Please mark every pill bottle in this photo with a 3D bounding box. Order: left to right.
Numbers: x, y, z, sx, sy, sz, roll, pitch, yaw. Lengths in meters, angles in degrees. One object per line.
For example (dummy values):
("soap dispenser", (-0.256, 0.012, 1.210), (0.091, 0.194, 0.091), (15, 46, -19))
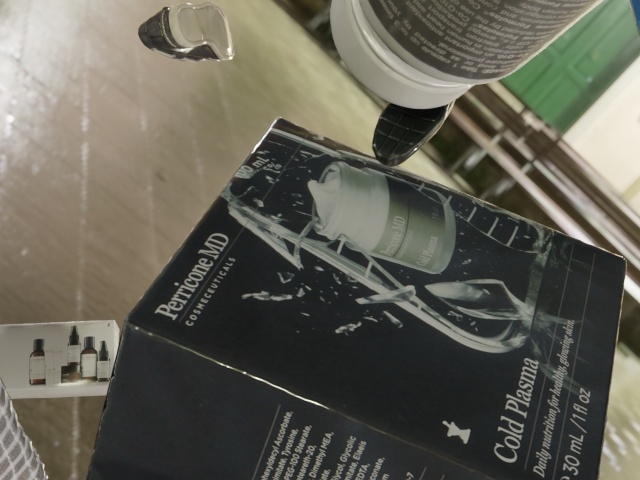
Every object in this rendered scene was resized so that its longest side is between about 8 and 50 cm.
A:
("pill bottle", (0.153, -0.263, 1.078), (0.204, 0.204, 0.361), (41, -29, -5))

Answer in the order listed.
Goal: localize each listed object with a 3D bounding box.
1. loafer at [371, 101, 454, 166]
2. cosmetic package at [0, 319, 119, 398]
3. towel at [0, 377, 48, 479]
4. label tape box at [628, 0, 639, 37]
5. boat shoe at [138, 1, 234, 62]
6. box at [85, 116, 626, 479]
("loafer", (0.108, -0.131, 1.293), (0.062, 0.170, 0.061), (26, -34, 20))
("cosmetic package", (-0.405, 0.168, 1.705), (0.060, 0.238, 0.099), (94, -7, -69))
("towel", (-0.365, 0.242, 1.032), (0.121, 0.284, 0.235), (17, -42, 28))
("label tape box", (0.343, -0.301, 1.200), (0.333, 0.105, 0.241), (11, 65, -70))
("boat shoe", (-0.169, -0.264, 1.556), (0.206, 0.064, 0.075), (-15, 93, -73))
("box", (0.058, 0.156, 1.364), (0.471, 0.297, 0.480), (21, 34, 5))
